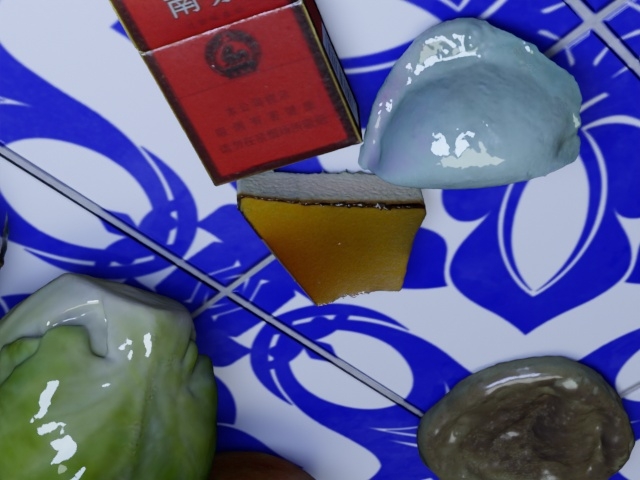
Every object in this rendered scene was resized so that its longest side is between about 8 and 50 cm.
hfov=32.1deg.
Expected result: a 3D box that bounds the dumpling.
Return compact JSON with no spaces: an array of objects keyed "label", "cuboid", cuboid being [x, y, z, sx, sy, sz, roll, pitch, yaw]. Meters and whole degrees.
[{"label":"dumpling","cuboid":[0.134,-0.120,1.041,0.216,0.149,0.105,-9,173,14]}]

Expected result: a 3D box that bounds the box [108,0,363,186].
[{"label":"box","cuboid":[-0.071,-0.169,0.987,0.153,0.074,0.240,-13,133,15]}]

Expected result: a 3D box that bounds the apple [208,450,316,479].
[{"label":"apple","cuboid":[-0.126,0.419,1.399,0.277,0.319,0.319,8,134,-11]}]

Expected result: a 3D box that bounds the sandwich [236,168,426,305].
[{"label":"sandwich","cuboid":[0.000,0.000,1.165,0.193,0.058,0.162,3,135,-10]}]

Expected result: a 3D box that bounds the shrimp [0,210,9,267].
[{"label":"shrimp","cuboid":[-0.409,0.031,1.119,0.172,0.137,0.372,12,133,-9]}]

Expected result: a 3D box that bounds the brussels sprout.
[{"label":"brussels sprout","cuboid":[-0.249,0.200,1.191,0.289,0.281,0.355,9,111,-35]}]

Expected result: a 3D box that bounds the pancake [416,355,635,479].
[{"label":"pancake","cuboid":[0.268,0.260,1.444,0.294,0.049,0.294,-1,135,-1]}]
